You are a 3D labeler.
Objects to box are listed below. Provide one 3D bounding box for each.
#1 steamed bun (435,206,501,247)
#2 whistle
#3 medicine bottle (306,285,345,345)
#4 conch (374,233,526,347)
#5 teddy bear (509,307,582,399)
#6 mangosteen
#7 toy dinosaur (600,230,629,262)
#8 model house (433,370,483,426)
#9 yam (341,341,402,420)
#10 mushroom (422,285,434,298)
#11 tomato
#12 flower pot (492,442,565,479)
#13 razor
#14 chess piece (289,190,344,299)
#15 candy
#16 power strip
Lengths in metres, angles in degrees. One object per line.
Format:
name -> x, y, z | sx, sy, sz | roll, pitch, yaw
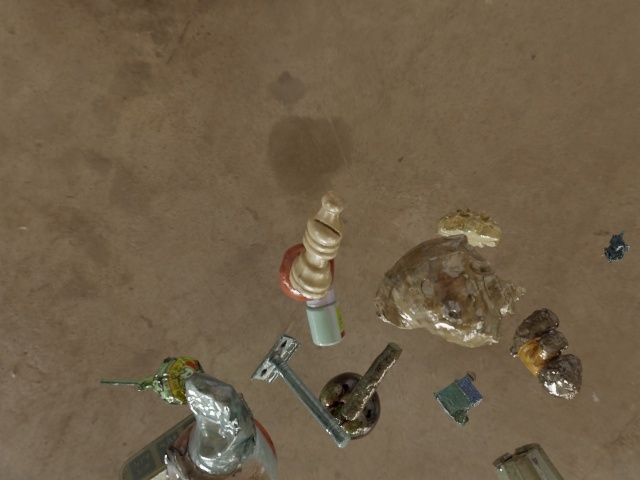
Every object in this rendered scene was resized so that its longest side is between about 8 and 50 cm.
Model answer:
steamed bun -> 0.639, -0.067, 1.858 | 0.295, 0.292, 0.137 | 21, 84, -30
whistle -> -0.149, 0.320, 0.693 | 0.189, 0.189, 0.348 | 10, 124, 4
medicine bottle -> 0.016, 0.312, 1.802 | 0.139, 0.139, 0.226 | -11, 99, 6
conch -> 0.284, 0.108, 0.978 | 0.323, 0.186, 0.263 | -5, 69, 2
teddy bear -> 0.554, 0.287, 1.052 | 0.140, 0.190, 0.177 | -31, 134, 10
mangosteen -> 0.119, 0.757, 1.956 | 0.300, 0.300, 0.301 | 0, 95, 5
toy dinosaur -> 0.704, 0.016, 1.037 | 0.030, 0.047, 0.083 | 4, 131, -1
model house -> 0.443, 0.481, 1.339 | 0.148, 0.148, 0.119 | -41, 53, -2
yam -> 0.152, 0.422, 1.304 | 0.061, 0.061, 0.274 | 31, 104, 2
mushroom -> 0.323, 0.188, 1.444 | 0.223, 0.081, 0.092 | -14, 125, 14
tomato -> -0.043, 0.112, 1.545 | 0.184, 0.208, 0.208 | 5, 96, 22
flower pot -> 0.749, 0.872, 1.513 | 0.290, 0.290, 0.259 | -28, 68, 7
razor -> -0.028, 0.287, 0.801 | 0.232, 0.068, 0.106 | 38, 94, 40
chess piece -> 0.000, 0.000, 1.159 | 0.124, 0.139, 0.307 | 18, 126, 3
candy -> -0.343, 0.270, 0.843 | 0.305, 0.083, 0.091 | -10, 117, 32
power strip -> -0.276, 0.408, 0.877 | 0.285, 0.080, 0.048 | -32, 135, -14
